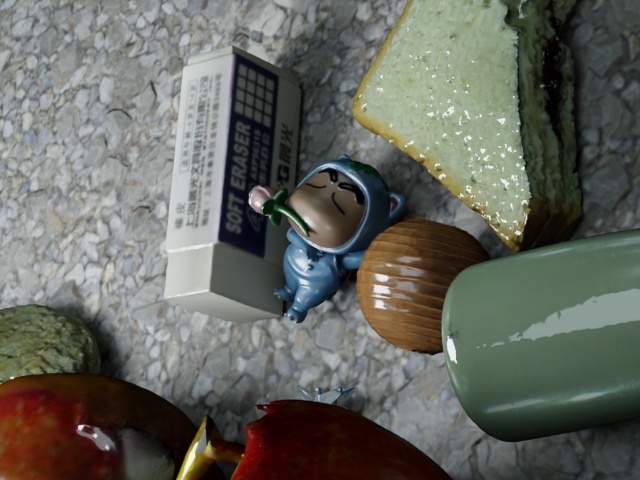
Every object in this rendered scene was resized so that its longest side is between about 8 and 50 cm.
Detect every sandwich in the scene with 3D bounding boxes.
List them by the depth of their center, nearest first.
[{"bbox_3d":[0.180,-0.155,1.523,0.254,0.099,0.288,-54,49,12],"label":"sandwich"}]

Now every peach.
[{"bbox_3d":[-0.005,0.349,1.352,0.335,0.310,0.406,-120,50,-83],"label":"peach"}]

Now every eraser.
[{"bbox_3d":[-0.092,-0.059,1.697,0.081,0.124,0.279,-9,70,37],"label":"eraser"}]

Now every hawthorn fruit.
[{"bbox_3d":[-0.246,0.274,1.601,0.308,0.308,0.325,-50,47,15],"label":"hawthorn fruit"}]

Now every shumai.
[{"bbox_3d":[-0.373,0.211,1.847,0.271,0.204,0.222,-12,35,10],"label":"shumai"}]

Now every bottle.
[{"bbox_3d":[0.282,0.064,1.322,0.347,0.168,0.168,-16,65,31],"label":"bottle"}]

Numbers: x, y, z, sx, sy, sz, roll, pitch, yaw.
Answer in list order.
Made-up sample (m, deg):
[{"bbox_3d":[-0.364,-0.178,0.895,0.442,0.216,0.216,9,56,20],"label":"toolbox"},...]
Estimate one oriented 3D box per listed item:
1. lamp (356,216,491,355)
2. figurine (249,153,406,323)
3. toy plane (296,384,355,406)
[{"bbox_3d":[0.101,0.045,1.495,0.136,0.136,0.136,-14,66,35],"label":"lamp"},{"bbox_3d":[-0.005,-0.003,1.602,0.114,0.144,0.178,48,118,43],"label":"figurine"},{"bbox_3d":[-0.008,0.252,1.565,0.226,0.058,0.226,-4,71,55],"label":"toy plane"}]
